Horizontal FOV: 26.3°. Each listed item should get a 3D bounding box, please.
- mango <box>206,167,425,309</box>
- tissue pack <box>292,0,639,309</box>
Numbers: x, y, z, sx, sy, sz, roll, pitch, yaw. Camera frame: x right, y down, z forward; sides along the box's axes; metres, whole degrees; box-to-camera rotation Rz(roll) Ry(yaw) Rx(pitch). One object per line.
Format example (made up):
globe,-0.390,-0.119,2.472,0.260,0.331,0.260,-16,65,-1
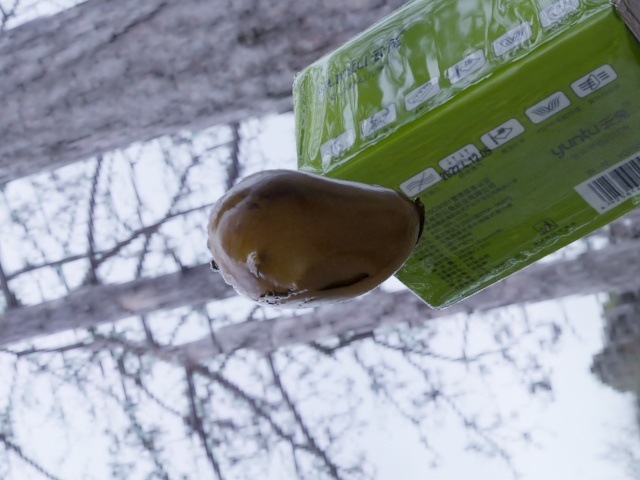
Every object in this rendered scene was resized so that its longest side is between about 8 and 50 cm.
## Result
mango,0.000,0.000,0.752,0.127,0.063,0.077,-3,-65,-22
tissue pack,0.145,-0.100,1.085,0.200,0.274,0.167,41,-148,-36
